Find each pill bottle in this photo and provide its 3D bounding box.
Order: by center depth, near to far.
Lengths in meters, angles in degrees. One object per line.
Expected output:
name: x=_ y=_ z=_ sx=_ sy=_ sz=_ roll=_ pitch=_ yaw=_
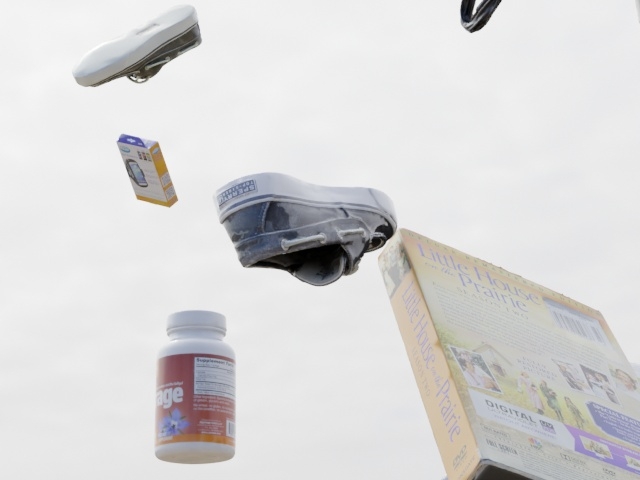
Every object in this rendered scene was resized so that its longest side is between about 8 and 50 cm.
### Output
pill bottle: x=-0.186 y=0.218 z=2.000 sx=0.121 sy=0.216 sz=0.121 roll=-1 pitch=-19 yaw=0

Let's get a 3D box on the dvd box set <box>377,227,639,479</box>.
dvd box set: x=0.235 y=0.165 z=1.446 sx=0.307 sy=0.420 sz=0.062 roll=22 pitch=-65 yaw=-22

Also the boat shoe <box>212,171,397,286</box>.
boat shoe: x=0.000 y=0.000 z=1.419 sx=0.108 sy=0.102 sz=0.301 roll=-24 pitch=-16 yaw=24

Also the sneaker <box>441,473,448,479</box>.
sneaker: x=0.236 y=0.370 z=1.964 sx=0.115 sy=0.281 sz=0.105 roll=23 pitch=-8 yaw=17

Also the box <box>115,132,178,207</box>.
box: x=-0.291 y=-0.122 z=2.237 sx=0.081 sy=0.028 sz=0.136 roll=15 pitch=-48 yaw=36

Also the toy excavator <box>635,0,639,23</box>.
toy excavator: x=0.469 y=-0.176 z=1.118 sx=0.433 sy=0.222 sz=0.445 roll=-9 pitch=-1 yaw=-44

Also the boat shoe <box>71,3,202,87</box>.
boat shoe: x=-0.259 y=-0.266 z=1.951 sx=0.219 sy=0.070 sz=0.077 roll=-34 pitch=38 yaw=-27

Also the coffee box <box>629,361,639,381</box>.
coffee box: x=0.443 y=0.390 z=1.758 sx=0.338 sy=0.334 sz=0.338 roll=10 pitch=-63 yaw=-28

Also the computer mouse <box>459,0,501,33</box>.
computer mouse: x=0.204 y=-0.272 z=1.210 sx=0.041 sy=0.071 sz=0.242 roll=2 pitch=-31 yaw=-34
